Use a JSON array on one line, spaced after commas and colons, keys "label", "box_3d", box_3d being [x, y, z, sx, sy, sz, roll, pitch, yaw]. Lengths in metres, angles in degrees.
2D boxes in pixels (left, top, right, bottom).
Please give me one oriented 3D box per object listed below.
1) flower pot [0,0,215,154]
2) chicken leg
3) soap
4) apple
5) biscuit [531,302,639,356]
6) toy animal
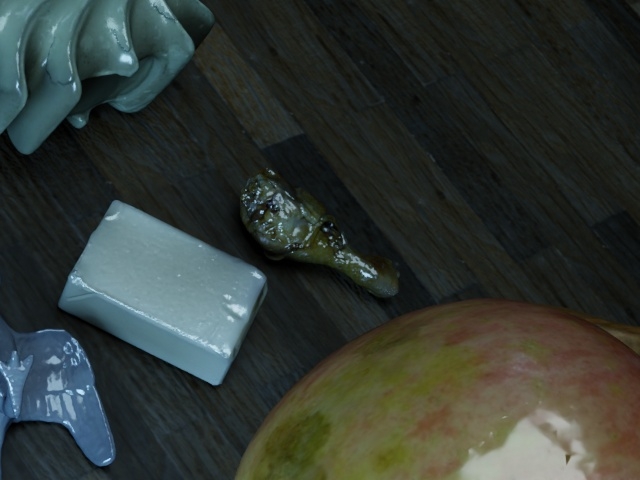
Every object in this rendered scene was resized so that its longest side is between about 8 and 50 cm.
[{"label": "flower pot", "box_3d": [-0.300, -0.229, 1.812, 0.367, 0.164, 0.254, -31, 83, -47]}, {"label": "chicken leg", "box_3d": [-0.002, 0.002, 1.867, 0.198, 0.069, 0.085, 33, 25, -5]}, {"label": "soap", "box_3d": [-0.153, 0.050, 1.761, 0.183, 0.064, 0.121, 27, 50, -1]}, {"label": "apple", "box_3d": [0.111, 0.225, 1.299, 0.364, 0.364, 0.364, 11, 51, -15]}, {"label": "biscuit", "box_3d": [0.355, 0.131, 1.703, 0.349, 0.455, 0.078, 14, 91, -38]}, {"label": "toy animal", "box_3d": [-0.302, 0.130, 1.632, 0.239, 0.176, 0.255, 7, 87, -14]}]
